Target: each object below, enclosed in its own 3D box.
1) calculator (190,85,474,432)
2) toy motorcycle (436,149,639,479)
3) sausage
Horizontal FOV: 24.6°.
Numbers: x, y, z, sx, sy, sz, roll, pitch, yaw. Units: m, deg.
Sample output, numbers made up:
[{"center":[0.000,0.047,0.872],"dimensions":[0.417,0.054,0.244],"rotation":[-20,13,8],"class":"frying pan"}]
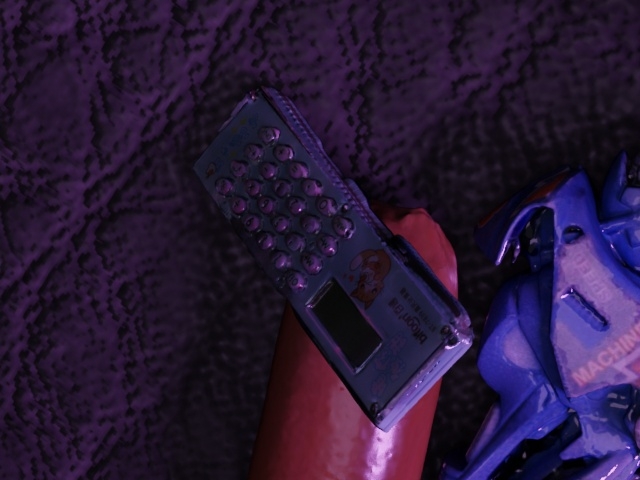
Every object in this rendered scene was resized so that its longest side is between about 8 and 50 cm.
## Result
[{"center":[0.000,0.000,0.595],"dimensions":[0.057,0.018,0.172],"rotation":[-49,49,14],"class":"calculator"},{"center":[0.110,0.046,0.614],"dimensions":[0.114,0.076,0.205],"rotation":[16,102,15],"class":"toy motorcycle"},{"center":[0.011,0.077,0.629],"dimensions":[0.077,0.077,0.194],"rotation":[13,97,6],"class":"sausage"}]
